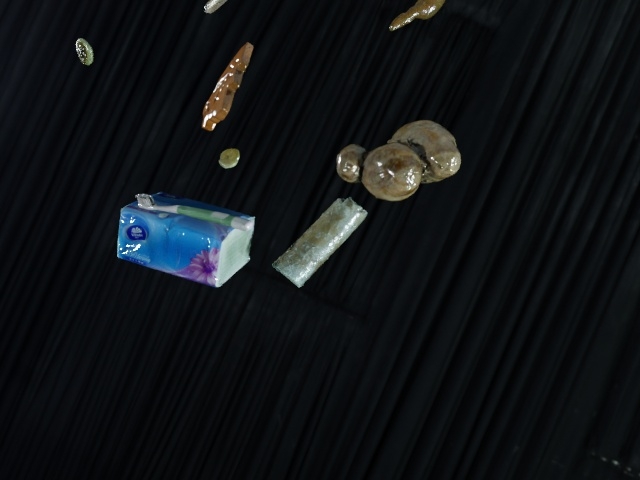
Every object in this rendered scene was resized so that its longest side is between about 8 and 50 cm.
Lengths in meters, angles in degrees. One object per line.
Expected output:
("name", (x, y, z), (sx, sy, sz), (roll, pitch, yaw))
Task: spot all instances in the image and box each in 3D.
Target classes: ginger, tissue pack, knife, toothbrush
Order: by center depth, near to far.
("toothbrush", (-0.189, -0.042, 0.826), (0.257, 0.018, 0.024), (14, 129, 38))
("tissue pack", (-0.321, -0.010, 1.387), (0.263, 0.146, 0.198), (15, -159, 11))
("ginger", (0.196, -0.196, 1.405), (0.304, 0.155, 0.244), (-19, -143, -28))
("knife", (-0.258, -0.896, 1.932), (0.043, 0.365, 0.089), (49, 179, 9))

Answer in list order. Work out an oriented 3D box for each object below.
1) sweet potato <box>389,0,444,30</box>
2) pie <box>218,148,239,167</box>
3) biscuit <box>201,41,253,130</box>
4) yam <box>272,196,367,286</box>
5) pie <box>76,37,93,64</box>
("sweet potato", (0.346, -0.782, 1.937), (0.075, 0.269, 0.075), (49, 165, 18))
("pie", (-0.323, -0.292, 2.036), (0.084, 0.084, 0.020), (22, 160, 28))
("biscuit", (-0.299, -0.490, 1.814), (0.043, 0.306, 0.284), (26, 180, -23))
("yam", (0.000, 0.000, 1.423), (0.093, 0.259, 0.093), (44, 177, 3))
("pie", (-0.761, -0.607, 1.843), (0.084, 0.084, 0.021), (22, -143, 31))
